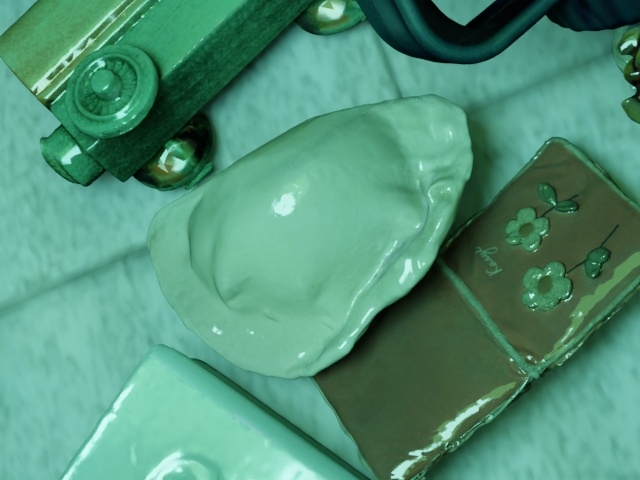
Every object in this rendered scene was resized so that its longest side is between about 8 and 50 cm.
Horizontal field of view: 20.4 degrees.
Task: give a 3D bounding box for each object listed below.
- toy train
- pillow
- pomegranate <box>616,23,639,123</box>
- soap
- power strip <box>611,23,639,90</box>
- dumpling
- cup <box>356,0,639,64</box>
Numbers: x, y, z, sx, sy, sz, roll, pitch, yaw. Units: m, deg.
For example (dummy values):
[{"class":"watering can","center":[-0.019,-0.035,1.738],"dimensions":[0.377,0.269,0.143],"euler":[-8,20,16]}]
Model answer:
[{"class":"toy train","center":[-0.092,-0.166,1.191],"dimensions":[0.285,0.116,0.177],"euler":[-44,58,3]},{"class":"pillow","center":[0.102,0.046,1.096],"dimensions":[0.232,0.043,0.126],"euler":[-42,45,1]},{"class":"pomegranate","center":[0.281,-0.118,1.015],"dimensions":[0.179,0.210,0.179],"euler":[-31,51,48]},{"class":"soap","center":[-0.031,0.201,1.091],"dimensions":[0.265,0.087,0.160],"euler":[34,87,20]},{"class":"power strip","center":[0.226,-0.188,1.144],"dimensions":[0.047,0.030,0.191],"euler":[12,81,17]},{"class":"dumpling","center":[0.000,0.000,1.109],"dimensions":[0.229,0.124,0.151],"euler":[-29,66,19]},{"class":"cup","center":[0.138,-0.274,0.971],"dimensions":[0.242,0.292,0.308],"euler":[-15,30,46]}]
